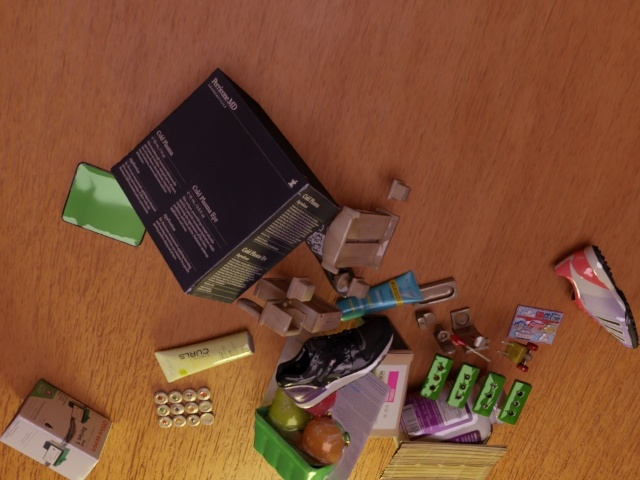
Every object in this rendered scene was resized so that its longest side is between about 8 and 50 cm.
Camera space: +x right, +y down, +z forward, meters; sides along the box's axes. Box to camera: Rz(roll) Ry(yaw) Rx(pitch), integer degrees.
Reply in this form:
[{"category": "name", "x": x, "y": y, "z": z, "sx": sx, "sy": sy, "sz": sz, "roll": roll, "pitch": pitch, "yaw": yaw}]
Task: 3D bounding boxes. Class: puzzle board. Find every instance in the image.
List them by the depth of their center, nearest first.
[{"category": "puzzle board", "x": 0.561, "y": 0.222, "z": 1.613, "sx": 0.128, "sy": 0.011, "sz": 0.096, "roll": 10, "pitch": 108, "yaw": -8}]

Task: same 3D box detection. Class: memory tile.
[{"category": "memory tile", "x": -0.354, "y": 0.435, "z": 1.606, "sx": 0.148, "sy": 0.012, "sz": 0.113, "roll": -4, "pitch": 110, "yaw": -4}]

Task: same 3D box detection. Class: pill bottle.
[{"category": "pill bottle", "x": 0.329, "y": 0.450, "z": 1.589, "sx": 0.302, "sy": 0.169, "sz": 0.169, "roll": -20, "pitch": 110, "yaw": 2}]

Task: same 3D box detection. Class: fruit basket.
[{"category": "fruit basket", "x": -0.008, "y": 0.412, "z": 1.504, "sx": 0.166, "sy": 0.327, "sz": 0.352, "roll": 14, "pitch": 104, "yaw": -50}]

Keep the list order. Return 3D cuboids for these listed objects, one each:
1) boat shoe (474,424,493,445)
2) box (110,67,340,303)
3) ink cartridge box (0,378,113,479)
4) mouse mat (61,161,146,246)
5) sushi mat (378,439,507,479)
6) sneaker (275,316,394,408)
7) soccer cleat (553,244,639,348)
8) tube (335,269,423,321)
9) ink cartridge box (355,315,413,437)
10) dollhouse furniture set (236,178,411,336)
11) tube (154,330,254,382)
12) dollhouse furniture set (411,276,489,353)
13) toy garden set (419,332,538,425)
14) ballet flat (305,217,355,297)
[{"category": "boat shoe", "x": 0.348, "y": 0.618, "z": 1.672, "sx": 0.123, "sy": 0.123, "sz": 0.342, "roll": 40, "pitch": 102, "yaw": -16}, {"category": "box", "x": -0.194, "y": -0.104, "z": 1.254, "sx": 0.313, "sy": 0.179, "sz": 0.343, "roll": -40, "pitch": 66, "yaw": 10}, {"category": "ink cartridge box", "x": -0.638, "y": 0.466, "z": 1.515, "sx": 0.219, "sy": 0.160, "sz": 0.092, "roll": 37, "pitch": 102, "yaw": -17}, {"category": "mouse mat", "x": -0.483, "y": -0.080, "z": 1.419, "sx": 0.190, "sy": 0.007, "sz": 0.152, "roll": 21, "pitch": 106, "yaw": -13}, {"category": "sushi mat", "x": 0.307, "y": 0.554, "z": 1.543, "sx": 0.317, "sy": 0.019, "sz": 0.151, "roll": 10, "pitch": 125, "yaw": -22}, {"category": "sneaker", "x": 0.031, "y": 0.252, "z": 1.365, "sx": 0.283, "sy": 0.107, "sz": 0.124, "roll": -38, "pitch": 125, "yaw": 0}, {"category": "soccer cleat", "x": 0.706, "y": 0.155, "z": 1.565, "sx": 0.117, "sy": 0.108, "sz": 0.318, "roll": -26, "pitch": 113, "yaw": 26}, {"category": "tube", "x": 0.143, "y": 0.144, "z": 1.527, "sx": 0.207, "sy": 0.052, "sz": 0.080, "roll": -19, "pitch": 78, "yaw": 1}, {"category": "ink cartridge box", "x": 0.139, "y": 0.328, "z": 1.513, "sx": 0.088, "sy": 0.193, "sz": 0.234, "roll": 3, "pitch": 108, "yaw": -14}, {"category": "dollhouse furniture set", "x": 0.000, "y": 0.000, "z": 1.330, "sx": 0.174, "sy": 0.303, "sz": 0.355, "roll": 28, "pitch": 103, "yaw": 29}, {"category": "tube", "x": -0.285, "y": 0.287, "z": 1.539, "sx": 0.240, "sy": 0.062, "sz": 0.070, "roll": -16, "pitch": 69, "yaw": 6}, {"category": "dollhouse furniture set", "x": 0.314, "y": 0.190, "z": 1.520, "sx": 0.144, "sy": 0.123, "sz": 0.151, "roll": -15, "pitch": 110, "yaw": 0}, {"category": "toy garden set", "x": 0.384, "y": 0.308, "z": 1.475, "sx": 0.245, "sy": 0.049, "sz": 0.203, "roll": 19, "pitch": 101, "yaw": -4}, {"category": "ballet flat", "x": 0.022, "y": 0.021, "z": 1.478, "sx": 0.084, "sy": 0.058, "sz": 0.249, "roll": -25, "pitch": 105, "yaw": 3}]
